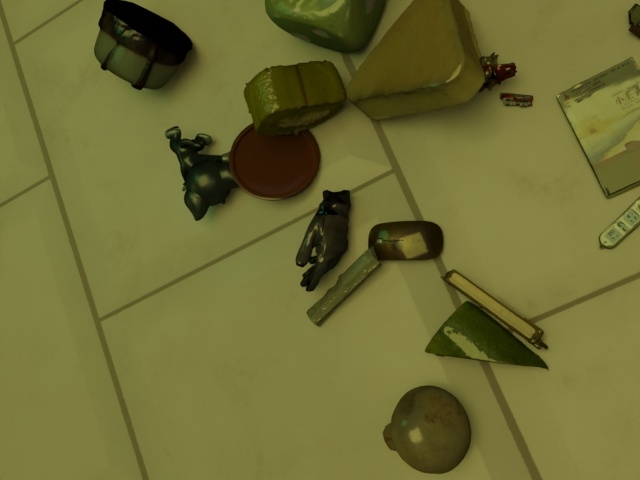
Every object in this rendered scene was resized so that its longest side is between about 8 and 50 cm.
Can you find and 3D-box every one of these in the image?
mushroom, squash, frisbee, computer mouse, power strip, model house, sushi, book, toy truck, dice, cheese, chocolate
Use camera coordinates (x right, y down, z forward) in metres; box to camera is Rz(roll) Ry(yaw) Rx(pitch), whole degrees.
[{"bbox_3d":[0.250,0.461,1.749,0.206,0.206,0.209,40,119,20],"label":"mushroom"},{"bbox_3d":[0.394,0.282,1.764,0.252,0.093,0.169,41,96,20],"label":"squash"},{"bbox_3d":[-0.126,-0.224,2.026,0.250,0.021,0.251,-1,70,2],"label":"frisbee"},{"bbox_3d":[0.215,0.002,1.897,0.198,0.045,0.102,0,81,20],"label":"computer mouse"},{"bbox_3d":[0.725,-0.049,1.728,0.191,0.030,0.047,-46,71,9],"label":"power strip"},{"bbox_3d":[0.771,-0.521,1.774,0.083,0.057,0.058,35,122,2],"label":"model house"},{"bbox_3d":[0.384,-0.417,1.867,0.226,0.097,0.103,-4,81,27],"label":"sushi"},{"bbox_3d":[0.423,0.162,1.787,0.305,0.064,0.044,37,91,21],"label":"power strip"},{"bbox_3d":[0.715,-0.268,1.765,0.201,0.026,0.290,-26,75,16],"label":"book"},{"bbox_3d":[0.491,-0.355,1.860,0.083,0.024,0.032,7,62,19],"label":"toy truck"},{"bbox_3d":[0.021,-0.655,1.952,0.249,0.254,0.252,22,91,22],"label":"dice"},{"bbox_3d":[0.264,-0.487,1.864,0.384,0.104,0.384,-29,44,32],"label":"cheese"},{"bbox_3d":[-0.536,-0.553,2.153,0.283,0.283,0.186,45,116,20],"label":"chocolate"}]

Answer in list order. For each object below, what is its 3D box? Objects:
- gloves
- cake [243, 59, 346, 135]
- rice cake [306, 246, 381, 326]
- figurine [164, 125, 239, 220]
[{"bbox_3d":[0.008,-0.004,1.931,0.119,0.142,0.286,18,89,49],"label":"gloves"},{"bbox_3d":[-0.068,-0.376,1.963,0.260,0.179,0.156,-11,81,-27],"label":"cake"},{"bbox_3d":[0.060,0.121,1.920,0.256,0.052,0.057,-45,59,16],"label":"rice cake"},{"bbox_3d":[-0.330,-0.215,2.079,0.193,0.140,0.265,-29,97,-4],"label":"figurine"}]
